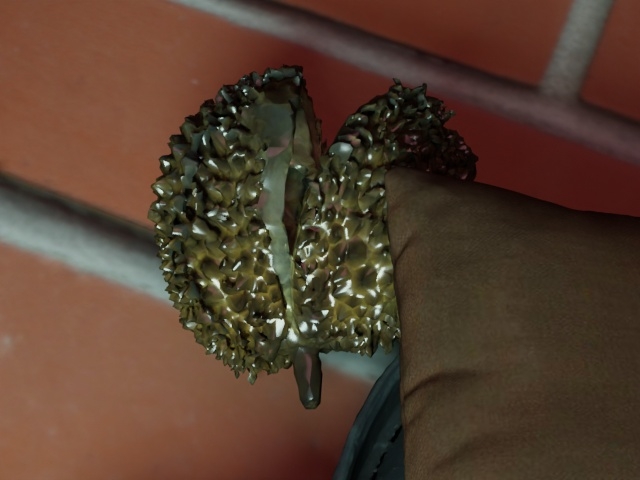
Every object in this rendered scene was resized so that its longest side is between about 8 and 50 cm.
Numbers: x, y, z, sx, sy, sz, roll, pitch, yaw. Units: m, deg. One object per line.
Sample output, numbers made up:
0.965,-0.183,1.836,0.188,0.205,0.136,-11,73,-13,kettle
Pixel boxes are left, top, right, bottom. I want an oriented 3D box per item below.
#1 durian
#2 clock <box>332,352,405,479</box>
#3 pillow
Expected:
0.000,0.000,0.803,0.196,0.167,0.196,-8,65,18,durian
0.190,0.176,0.719,0.386,0.076,0.386,2,53,-2,clock
0.176,0.101,0.653,0.308,0.108,0.305,5,52,-9,pillow
